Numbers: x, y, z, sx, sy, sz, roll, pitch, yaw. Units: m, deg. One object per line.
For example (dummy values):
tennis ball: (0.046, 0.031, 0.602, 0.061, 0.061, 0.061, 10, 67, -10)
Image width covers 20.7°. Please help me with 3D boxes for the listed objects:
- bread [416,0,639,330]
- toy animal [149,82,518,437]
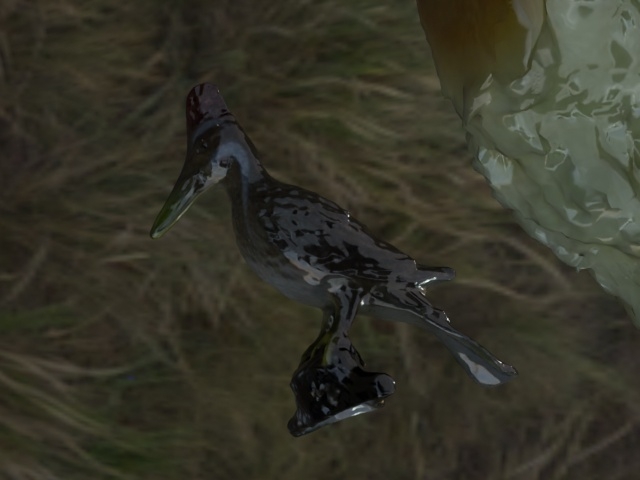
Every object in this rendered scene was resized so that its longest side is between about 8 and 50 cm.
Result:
bread: (0.195, -0.059, 0.541, 0.225, 0.279, 0.250, 64, 14, -13)
toy animal: (-0.004, 0.009, 0.822, 0.105, 0.070, 0.202, -35, 79, -17)
